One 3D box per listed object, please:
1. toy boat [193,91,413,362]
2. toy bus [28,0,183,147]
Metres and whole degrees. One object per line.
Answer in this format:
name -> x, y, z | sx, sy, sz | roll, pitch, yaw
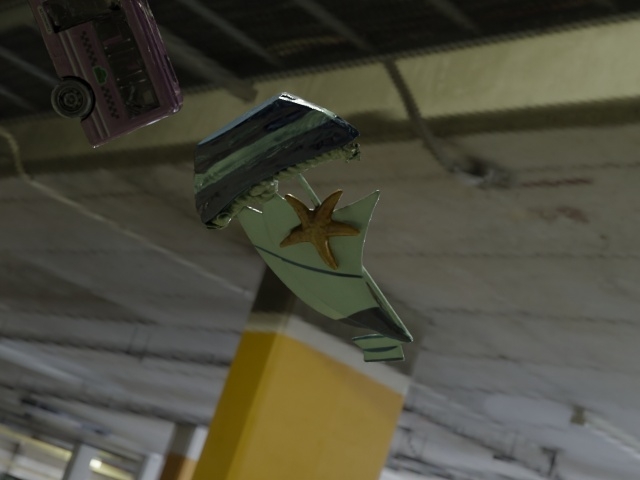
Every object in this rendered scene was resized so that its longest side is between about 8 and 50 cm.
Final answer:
toy boat -> 0.000, 0.000, 1.183 | 0.220, 0.067, 0.291 | -25, -72, 37
toy bus -> -0.174, -0.169, 0.930 | 0.098, 0.178, 0.087 | -21, 12, 2
